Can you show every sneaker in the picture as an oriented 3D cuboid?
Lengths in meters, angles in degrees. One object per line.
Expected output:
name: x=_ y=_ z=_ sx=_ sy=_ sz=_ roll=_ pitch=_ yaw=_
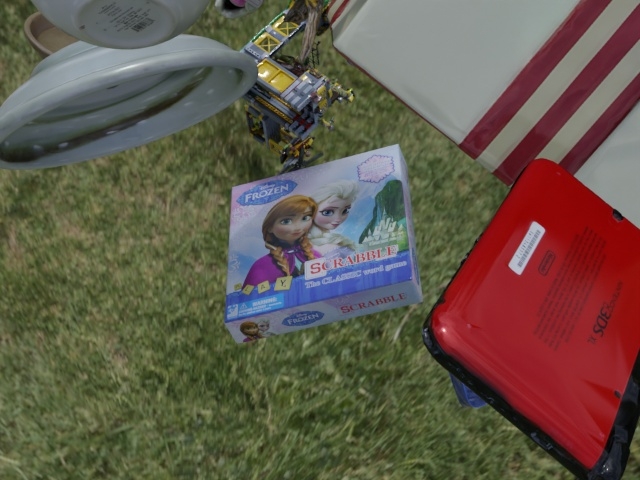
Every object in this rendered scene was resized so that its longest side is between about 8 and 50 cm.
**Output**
sneaker: x=-0.130 y=-0.515 z=2.004 sx=0.103 sy=0.252 sz=0.111 roll=40 pitch=56 yaw=-7

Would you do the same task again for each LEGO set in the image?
LEGO set: x=-0.013 y=-0.261 z=1.810 sx=0.192 sy=0.331 sz=0.255 roll=37 pitch=61 yaw=21

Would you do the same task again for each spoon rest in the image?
spoon rest: x=-0.090 y=-0.209 z=0.690 sx=0.137 sy=0.276 sz=0.084 roll=21 pitch=58 yaw=-48

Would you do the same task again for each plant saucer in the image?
plant saucer: x=-0.289 y=-0.212 z=1.412 sx=0.400 sy=0.400 sz=0.101 roll=-19 pitch=87 yaw=-14
plant saucer: x=-0.378 y=-0.338 z=1.767 sx=0.277 sy=0.041 sz=0.278 roll=13 pitch=31 yaw=-8

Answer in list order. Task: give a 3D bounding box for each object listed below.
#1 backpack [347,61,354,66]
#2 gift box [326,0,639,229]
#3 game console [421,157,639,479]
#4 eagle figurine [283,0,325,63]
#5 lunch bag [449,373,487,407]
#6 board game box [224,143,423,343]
backpack: x=0.091 y=-0.300 z=1.514 sx=0.114 sy=0.105 sz=0.084 roll=-26 pitch=69 yaw=28
gift box: x=0.181 y=-0.152 z=0.589 sx=0.276 sy=0.255 sz=0.258 roll=34 pitch=106 yaw=-15
game console: x=0.095 y=0.056 z=0.418 sx=0.124 sy=0.085 sz=0.144 roll=39 pitch=41 yaw=2
eagle figurine: x=-0.095 y=-0.419 z=1.365 sx=0.298 sy=0.225 sz=0.226 roll=21 pitch=56 yaw=-30
lunch bag: x=0.228 y=0.199 z=1.506 sx=0.067 sy=0.065 sz=0.098 roll=-15 pitch=83 yaw=-12
board game box: x=0.000 y=0.000 z=1.703 sx=0.318 sy=0.066 sz=0.318 roll=-14 pitch=45 yaw=12
